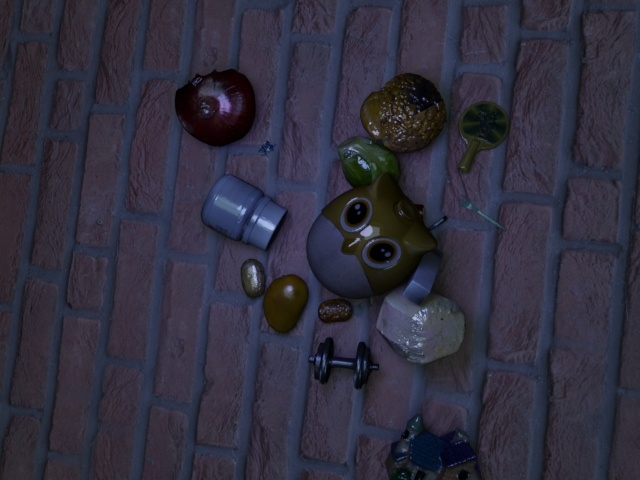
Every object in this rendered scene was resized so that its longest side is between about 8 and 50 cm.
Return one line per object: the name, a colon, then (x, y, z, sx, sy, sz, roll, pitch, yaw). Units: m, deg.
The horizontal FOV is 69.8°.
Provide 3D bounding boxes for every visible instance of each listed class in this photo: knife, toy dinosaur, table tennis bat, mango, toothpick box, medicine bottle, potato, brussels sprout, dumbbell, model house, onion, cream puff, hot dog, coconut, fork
knife: (0.477, -0.062, 1.914, 0.121, 0.031, 0.018, -36, 82, 10)
toy dinosaur: (-0.238, -0.409, 2.040, 0.083, 0.030, 0.047, -37, 83, 6)
table tennis bat: (0.652, -0.427, 1.903, 0.198, 0.050, 0.321, 26, 86, 7)
mango: (-0.156, 0.260, 1.936, 0.175, 0.139, 0.255, 29, 98, 12)
toothpick box: (0.181, -0.005, 1.726, 0.425, 0.408, 0.409, -39, 81, 37)
medicine bottle: (-0.316, -0.111, 1.927, 0.306, 0.245, 0.245, 28, 91, 1)
potato: (-0.292, 0.163, 1.990, 0.107, 0.080, 0.171, -14, 82, 15)
brussels sprout: (0.192, -0.309, 1.870, 0.210, 0.219, 0.271, -44, 107, 2)
dumbbell: (0.093, 0.496, 1.857, 0.289, 0.192, 0.192, 5, 87, 11)
model house: (0.443, 0.842, 1.757, 0.312, 0.245, 0.280, 27, 95, 0)
onion: (-0.439, -0.559, 1.952, 0.340, 0.341, 0.342, -1, 87, 9)
cream puff: (0.340, -0.517, 1.816, 0.342, 0.231, 0.328, 9, 67, -21)
hot dog: (0.062, 0.298, 1.937, 0.147, 0.065, 0.099, -9, 85, -3)
coconut: (0.370, 0.318, 1.779, 0.297, 0.309, 0.298, -6, 103, -26)
fork: (0.663, -0.109, 1.893, 0.235, 0.021, 0.039, 37, 97, 7)

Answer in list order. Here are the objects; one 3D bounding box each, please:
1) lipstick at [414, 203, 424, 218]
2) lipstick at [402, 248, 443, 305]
lipstick: (0.309, -0.124, 1.917, 0.240, 0.080, 0.080, 6, 88, 9)
lipstick: (0.396, 0.122, 1.744, 0.079, 0.371, 0.076, 34, 119, 7)
